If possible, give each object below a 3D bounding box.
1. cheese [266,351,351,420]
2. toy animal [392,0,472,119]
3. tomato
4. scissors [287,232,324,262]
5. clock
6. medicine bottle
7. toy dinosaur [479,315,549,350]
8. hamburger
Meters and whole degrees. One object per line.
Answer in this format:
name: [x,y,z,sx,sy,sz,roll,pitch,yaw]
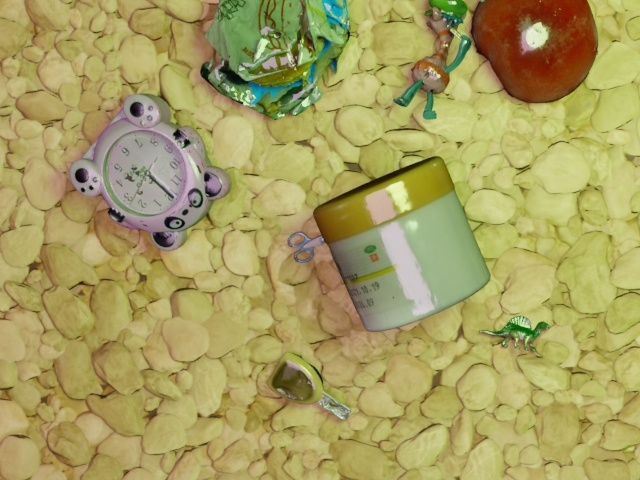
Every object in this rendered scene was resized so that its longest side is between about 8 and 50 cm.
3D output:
cheese: [-0.016,0.280,1.842,0.162,0.036,0.086,33,104,5]
toy animal: [0.200,-0.310,1.686,0.103,0.100,0.208,23,89,45]
tomato: [0.363,-0.343,1.648,0.199,0.112,0.228,-40,92,11]
scissors: [0.000,0.000,1.810,0.119,0.014,0.058,-20,98,16]
clock: [-0.305,-0.120,1.814,0.248,0.090,0.227,43,103,1]
medicine bottle: [0.136,0.006,1.671,0.238,0.238,0.231,-22,94,13]
toy dinosaur: [0.344,0.162,1.768,0.120,0.029,0.060,9,84,15]
hamburger: [-0.086,-0.347,1.709,0.261,0.150,0.276,15,101,10]
